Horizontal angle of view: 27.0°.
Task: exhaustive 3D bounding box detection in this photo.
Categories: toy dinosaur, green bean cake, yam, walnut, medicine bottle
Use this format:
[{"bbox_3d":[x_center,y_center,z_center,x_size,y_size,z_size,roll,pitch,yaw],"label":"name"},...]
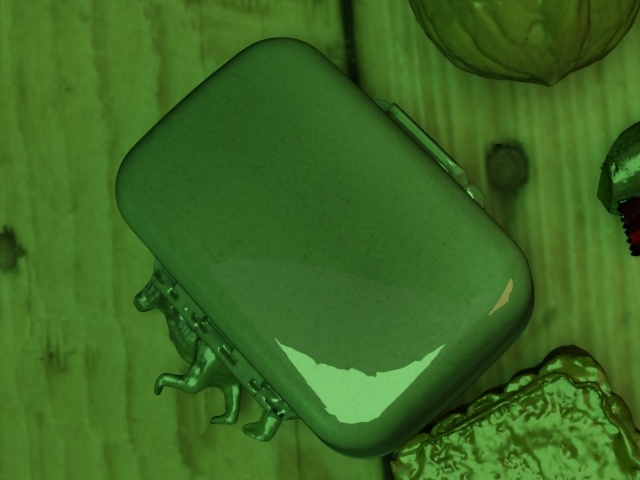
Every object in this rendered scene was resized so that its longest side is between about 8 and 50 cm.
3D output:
[{"bbox_3d":[-0.056,0.110,1.302,0.294,0.077,0.162,11,87,9],"label":"toy dinosaur"},{"bbox_3d":[0.201,0.236,1.223,0.230,0.131,0.224,-29,88,10],"label":"green bean cake"},{"bbox_3d":[0.311,-0.086,1.213,0.146,0.070,0.070,-33,85,14],"label":"yam"},{"bbox_3d":[0.175,-0.262,1.172,0.225,0.225,0.261,-11,89,14],"label":"walnut"},{"bbox_3d":[0.000,0.000,1.220,0.282,0.123,0.375,-42,70,-6],"label":"medicine bottle"}]

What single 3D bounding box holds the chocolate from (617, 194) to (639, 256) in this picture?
[{"bbox_3d":[0.362,-0.035,1.202,0.182,0.028,0.086,-16,133,12],"label":"chocolate"}]
